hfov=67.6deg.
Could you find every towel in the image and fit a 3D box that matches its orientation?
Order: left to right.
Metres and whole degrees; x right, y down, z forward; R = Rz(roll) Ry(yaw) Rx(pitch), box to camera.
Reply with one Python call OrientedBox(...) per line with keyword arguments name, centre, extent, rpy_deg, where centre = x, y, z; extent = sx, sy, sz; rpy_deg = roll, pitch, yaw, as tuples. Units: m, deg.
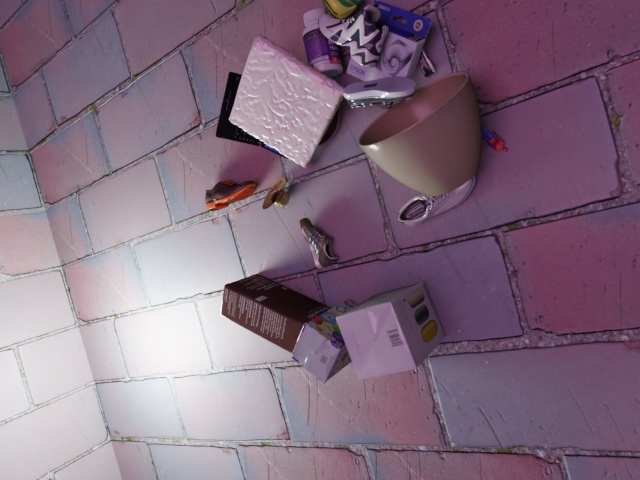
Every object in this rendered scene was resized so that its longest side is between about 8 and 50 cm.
OrientedBox(name="towel", centre=(-0.116, -0.444, 1.561), extent=(0.331, 0.053, 0.317), rpy_deg=(33, 129, 4))

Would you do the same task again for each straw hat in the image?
OrientedBox(name="straw hat", centre=(-0.145, -0.154, 1.730), extent=(0.061, 0.145, 0.144), rpy_deg=(37, 127, -26))

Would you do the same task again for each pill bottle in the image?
OrientedBox(name="pill bottle", centre=(0.002, -0.624, 1.523), extent=(0.108, 0.108, 0.194), rpy_deg=(-9, 94, 34))

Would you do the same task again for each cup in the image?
OrientedBox(name="cup", centre=(0.303, -0.263, 1.308), extent=(0.331, 0.331, 0.237), rpy_deg=(-22, 115, 34))

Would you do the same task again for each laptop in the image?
OrientedBox(name="laptop", centre=(-0.207, -0.433, 1.677), extent=(0.136, 0.264, 0.234), rpy_deg=(-127, 50, -57))

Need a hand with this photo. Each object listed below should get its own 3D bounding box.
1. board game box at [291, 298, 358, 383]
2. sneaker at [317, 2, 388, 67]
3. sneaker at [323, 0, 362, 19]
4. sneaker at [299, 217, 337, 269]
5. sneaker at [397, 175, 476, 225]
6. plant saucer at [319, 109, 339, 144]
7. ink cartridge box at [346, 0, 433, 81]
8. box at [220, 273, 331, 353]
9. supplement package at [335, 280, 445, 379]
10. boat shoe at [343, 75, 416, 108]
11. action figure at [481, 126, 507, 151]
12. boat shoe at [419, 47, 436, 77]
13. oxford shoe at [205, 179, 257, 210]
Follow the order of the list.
OrientedBox(name="board game box", centre=(0.054, 0.320, 1.570), extent=(0.142, 0.275, 0.144), rpy_deg=(33, 115, 24))
OrientedBox(name="sneaker", centre=(0.104, -0.632, 1.387), extent=(0.235, 0.094, 0.153), rpy_deg=(51, 129, 23))
OrientedBox(name="sneaker", centre=(0.039, -0.820, 1.482), extent=(0.123, 0.109, 0.296), rpy_deg=(-27, 79, 6))
OrientedBox(name="sneaker", centre=(0.000, 0.000, 1.677), extent=(0.086, 0.064, 0.192), rpy_deg=(-22, 87, 26))
OrientedBox(name="sneaker", centre=(0.341, -0.117, 1.412), extent=(0.258, 0.091, 0.094), rpy_deg=(-40, 77, 32))
OrientedBox(name="plant saucer", centre=(-0.020, -0.420, 1.610), extent=(0.198, 0.036, 0.199), rpy_deg=(8, 109, 26))
OrientedBox(name="ink cartridge box", centre=(0.195, -0.568, 1.413), extent=(0.223, 0.045, 0.224), rpy_deg=(37, 125, 31))
OrientedBox(name="box", centre=(-0.163, 0.263, 1.751), extent=(0.381, 0.191, 0.143), rpy_deg=(22, 110, 27))
OrientedBox(name="supplement package", centre=(0.220, 0.267, 1.461), extent=(0.198, 0.262, 0.199), rpy_deg=(-22, 87, 33))
OrientedBox(name="boat shoe", centre=(0.176, -0.420, 1.397), extent=(0.228, 0.080, 0.076), rpy_deg=(3, 142, 30))
OrientedBox(name="action figure", centre=(0.474, -0.286, 1.333), extent=(0.115, 0.030, 0.038), rpy_deg=(44, 125, 13))
OrientedBox(name="boat shoe", centre=(0.293, -0.537, 1.393), extent=(0.038, 0.046, 0.125), rpy_deg=(-29, 91, 28))
OrientedBox(name="oxford shoe", centre=(-0.357, -0.194, 1.848), extent=(0.271, 0.097, 0.098), rpy_deg=(-17, 84, 34))
